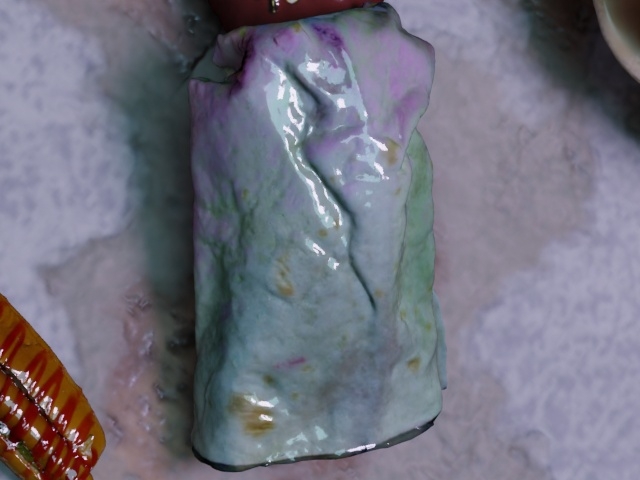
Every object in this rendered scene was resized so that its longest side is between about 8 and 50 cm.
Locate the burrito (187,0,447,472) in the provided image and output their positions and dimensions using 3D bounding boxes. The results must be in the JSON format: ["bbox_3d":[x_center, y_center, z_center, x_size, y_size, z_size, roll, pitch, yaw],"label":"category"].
[{"bbox_3d":[0.000,0.000,0.779,0.144,0.089,0.229,-8,108,-16],"label":"burrito"}]

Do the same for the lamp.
[{"bbox_3d":[-0.012,-0.143,0.817,0.101,0.090,0.101,-1,87,15],"label":"lamp"}]

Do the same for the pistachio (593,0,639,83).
[{"bbox_3d":[0.253,-0.173,0.850,0.213,0.193,0.318,-7,82,-22],"label":"pistachio"}]

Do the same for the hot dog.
[{"bbox_3d":[-0.161,0.071,0.775,0.062,0.038,0.144,-41,98,-17],"label":"hot dog"}]
